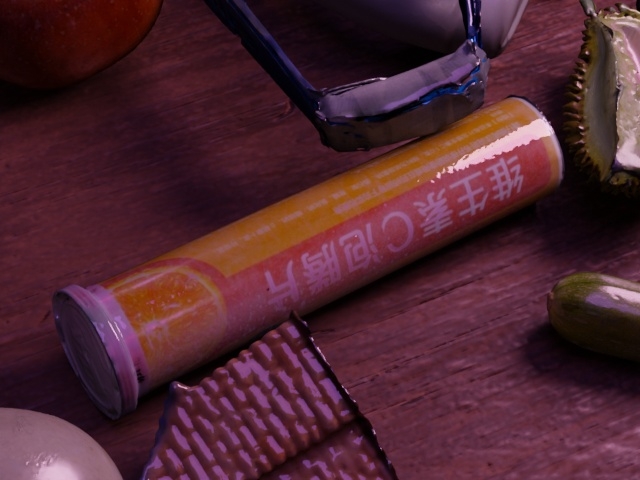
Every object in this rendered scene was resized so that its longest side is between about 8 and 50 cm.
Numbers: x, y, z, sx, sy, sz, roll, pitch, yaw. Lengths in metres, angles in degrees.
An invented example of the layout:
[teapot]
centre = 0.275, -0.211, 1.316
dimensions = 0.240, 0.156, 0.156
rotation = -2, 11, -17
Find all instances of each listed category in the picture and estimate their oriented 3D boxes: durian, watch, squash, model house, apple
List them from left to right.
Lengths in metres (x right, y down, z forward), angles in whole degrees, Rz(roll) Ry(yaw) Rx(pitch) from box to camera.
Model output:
[apple]
centre = -0.230, -0.216, 1.523
dimensions = 0.201, 0.162, 0.201
rotation = -2, 61, 4
[model house]
centre = -0.041, 0.177, 1.290
dimensions = 0.172, 0.166, 0.183
rotation = -33, 80, -9
[watch]
centre = -0.004, -0.200, 1.487
dimensions = 0.276, 0.068, 0.274
rotation = -11, 67, 4
[durian]
centre = 0.269, -0.109, 1.547
dimensions = 0.137, 0.095, 0.220
rotation = 14, 54, -17
[squash]
centre = 0.292, 0.072, 1.442
dimensions = 0.229, 0.066, 0.066
rotation = 10, 56, 1

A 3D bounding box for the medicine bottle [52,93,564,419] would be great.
[medicine bottle]
centre = 0.000, 0.000, 1.432
dimensions = 0.426, 0.108, 0.108
rotation = -26, 63, -23

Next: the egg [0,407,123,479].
[egg]
centre = -0.245, 0.211, 1.209
dimensions = 0.253, 0.186, 0.186
rotation = -21, 61, -23

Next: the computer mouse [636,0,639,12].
[computer mouse]
centre = 0.390, -0.225, 1.650
dimensions = 0.217, 0.073, 0.122
rotation = -34, 64, -22

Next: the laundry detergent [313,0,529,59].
[laundry detergent]
centre = 0.012, -0.317, 1.638
dimensions = 0.398, 0.124, 0.264
rotation = 19, 58, 8
